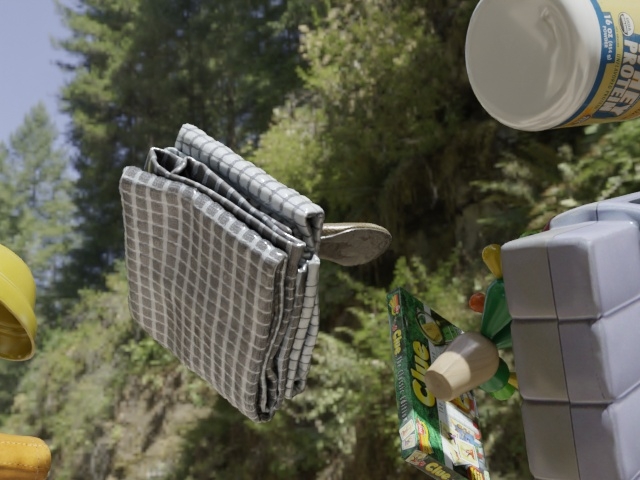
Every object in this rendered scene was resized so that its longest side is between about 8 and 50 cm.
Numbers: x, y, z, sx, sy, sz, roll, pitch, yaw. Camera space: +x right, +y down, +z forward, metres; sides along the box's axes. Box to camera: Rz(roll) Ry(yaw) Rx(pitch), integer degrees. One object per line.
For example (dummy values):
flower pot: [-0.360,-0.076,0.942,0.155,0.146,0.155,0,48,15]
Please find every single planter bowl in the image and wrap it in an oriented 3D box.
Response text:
planter bowl: [-0.455,0.061,1.186,0.217,0.090,0.217,19,-36,15]

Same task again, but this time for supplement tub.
supplement tub: [0.254,-0.182,0.839,0.199,0.144,0.144,-11,-11,-36]

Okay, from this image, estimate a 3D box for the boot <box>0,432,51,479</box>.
boot: [-0.332,0.193,0.583,0.295,0.104,0.211,-32,-35,32]

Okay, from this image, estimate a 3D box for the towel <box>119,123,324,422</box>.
towel: [-0.115,0.044,0.996,0.121,0.235,0.284,-32,-37,-36]

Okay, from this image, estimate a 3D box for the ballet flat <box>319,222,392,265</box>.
ballet flat: [0.000,0.000,1.383,0.250,0.058,0.084,-5,-50,-29]

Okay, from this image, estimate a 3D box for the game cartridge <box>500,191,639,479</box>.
game cartridge: [0.221,0.081,0.517,0.068,0.230,0.355,-1,7,38]

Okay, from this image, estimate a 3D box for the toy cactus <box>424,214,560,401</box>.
toy cactus: [0.164,0.085,0.843,0.180,0.112,0.219,-30,-30,-35]

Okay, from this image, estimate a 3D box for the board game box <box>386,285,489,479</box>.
board game box: [0.145,0.186,1.106,0.136,0.260,0.030,32,-56,-27]
